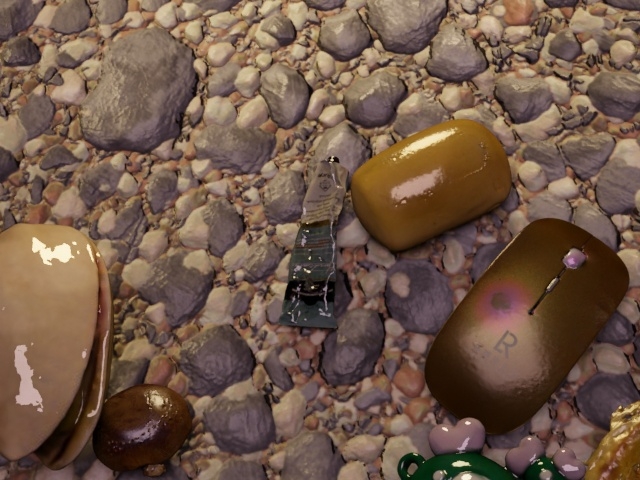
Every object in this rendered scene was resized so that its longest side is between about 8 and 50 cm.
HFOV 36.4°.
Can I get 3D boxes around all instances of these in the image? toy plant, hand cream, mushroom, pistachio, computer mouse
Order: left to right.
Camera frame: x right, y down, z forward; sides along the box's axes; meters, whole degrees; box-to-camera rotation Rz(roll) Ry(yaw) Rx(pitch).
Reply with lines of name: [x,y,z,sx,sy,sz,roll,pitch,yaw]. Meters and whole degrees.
pistachio: [-0.341,0.125,1.194,0.214,0.193,0.318,-30,55,21]
mushroom: [-0.224,0.233,1.212,0.127,0.087,0.127,-6,43,6]
hand cream: [0.001,0.000,1.318,0.075,0.052,0.247,-3,69,28]
toy plant: [0.177,0.324,1.108,0.243,0.112,0.232,13,73,30]
computer mouse: [0.264,0.101,1.234,0.158,0.072,0.310,37,72,17]

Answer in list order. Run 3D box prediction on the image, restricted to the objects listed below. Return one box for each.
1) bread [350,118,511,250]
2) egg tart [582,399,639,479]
bread: [0.148,-0.083,1.313,0.217,0.098,0.147,-28,63,-10]
egg tart: [0.422,0.316,1.108,0.291,0.107,0.290,0,65,-1]
